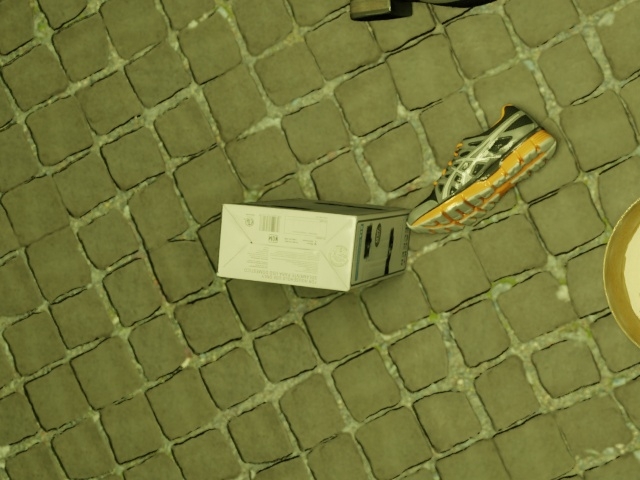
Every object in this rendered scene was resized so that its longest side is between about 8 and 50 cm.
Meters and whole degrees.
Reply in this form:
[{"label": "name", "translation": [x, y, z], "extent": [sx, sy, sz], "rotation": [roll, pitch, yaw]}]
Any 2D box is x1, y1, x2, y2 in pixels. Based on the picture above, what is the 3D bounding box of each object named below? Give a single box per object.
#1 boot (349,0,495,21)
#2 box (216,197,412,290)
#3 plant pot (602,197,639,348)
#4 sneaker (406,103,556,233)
[{"label": "boot", "translation": [0.127, -0.404, 1.938], "extent": [0.263, 0.091, 0.229], "rotation": [-6, 91, 19]}, {"label": "box", "translation": [0.000, 0.000, 1.886], "extent": [0.169, 0.290, 0.087], "rotation": [6, 95, 15]}, {"label": "plant pot", "translation": [0.466, 0.040, 1.880], "extent": [0.236, 0.032, 0.236], "rotation": [1, 92, 16]}, {"label": "sneaker", "translation": [0.193, -0.085, 1.940], "extent": [0.215, 0.084, 0.083], "rotation": [-37, 68, 11]}]
